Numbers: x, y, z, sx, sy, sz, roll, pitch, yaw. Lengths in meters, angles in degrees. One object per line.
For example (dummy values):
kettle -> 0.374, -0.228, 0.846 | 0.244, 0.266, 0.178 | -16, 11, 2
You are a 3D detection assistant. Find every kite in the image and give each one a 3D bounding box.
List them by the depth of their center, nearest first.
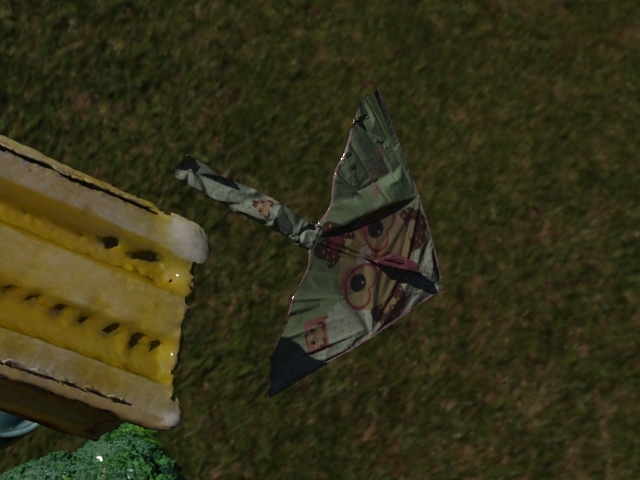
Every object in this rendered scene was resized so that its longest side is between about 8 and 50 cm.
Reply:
kite -> -0.001, 0.000, 0.877 | 0.250, 0.012, 0.229 | 23, 85, -34

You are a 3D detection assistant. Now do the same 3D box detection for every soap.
soap -> -0.182, 0.018, 0.706 | 0.233, 0.076, 0.135 | 24, 60, -30

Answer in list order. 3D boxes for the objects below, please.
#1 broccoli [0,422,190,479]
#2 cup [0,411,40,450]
broccoli -> -0.189, 0.308, 1.103 | 0.269, 0.269, 0.254 | -8, 53, -27
cup -> -0.414, 0.103, 1.352 | 0.289, 0.257, 0.219 | 28, 84, -16
